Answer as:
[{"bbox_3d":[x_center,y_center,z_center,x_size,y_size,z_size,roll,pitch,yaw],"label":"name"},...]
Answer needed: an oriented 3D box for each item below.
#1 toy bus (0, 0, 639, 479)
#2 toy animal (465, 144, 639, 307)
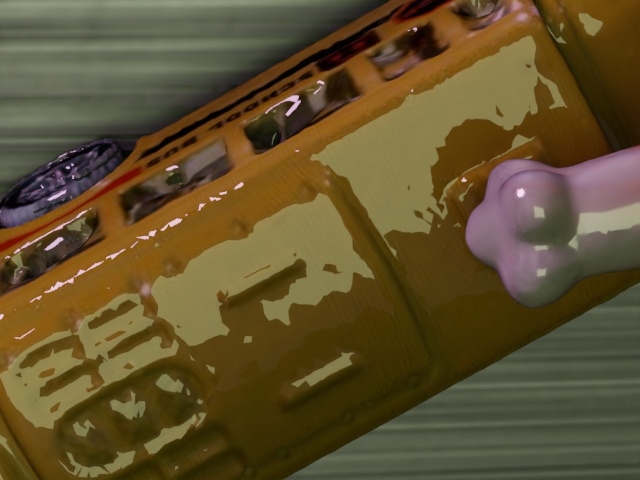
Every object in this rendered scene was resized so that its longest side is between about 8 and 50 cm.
[{"bbox_3d":[0.000,0.000,0.628,0.335,0.123,0.121,-29,107,2],"label":"toy bus"},{"bbox_3d":[0.192,-0.035,0.560,0.282,0.138,0.140,-5,69,16],"label":"toy animal"}]
